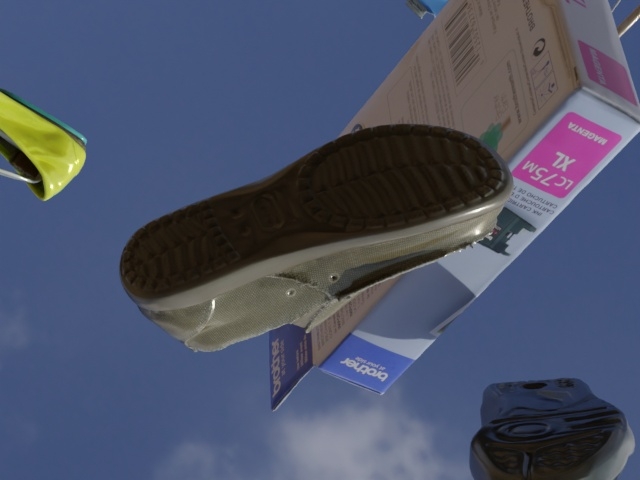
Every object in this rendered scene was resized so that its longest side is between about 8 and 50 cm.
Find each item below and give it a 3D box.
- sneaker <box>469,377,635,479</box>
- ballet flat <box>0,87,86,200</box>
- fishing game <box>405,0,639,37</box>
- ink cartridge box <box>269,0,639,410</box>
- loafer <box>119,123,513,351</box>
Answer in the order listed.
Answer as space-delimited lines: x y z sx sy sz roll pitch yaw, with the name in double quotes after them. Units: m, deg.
0.127 0.151 0.896 0.087 0.227 0.130 -7 -89 3 "sneaker"
-0.305 -0.114 1.410 0.077 0.231 0.077 1 -122 60 "ballet flat"
0.146 -0.222 1.195 0.189 0.264 0.041 -42 -149 7 "fishing game"
0.070 -0.038 1.031 0.311 0.065 0.186 -47 -150 33 "ink cartridge box"
0.000 0.000 0.607 0.148 0.050 0.056 -15 -131 -2 "loafer"
